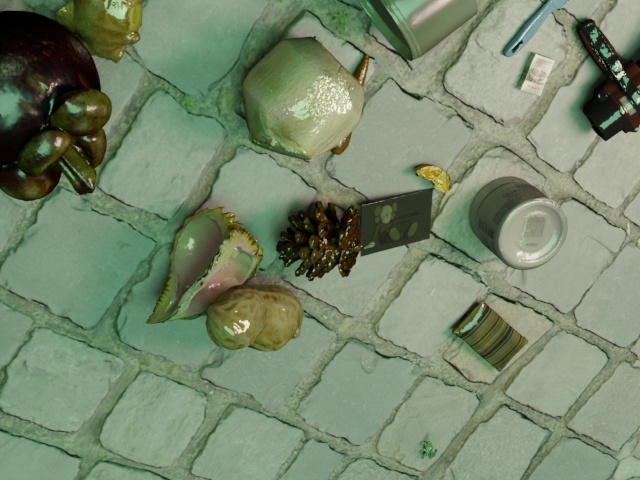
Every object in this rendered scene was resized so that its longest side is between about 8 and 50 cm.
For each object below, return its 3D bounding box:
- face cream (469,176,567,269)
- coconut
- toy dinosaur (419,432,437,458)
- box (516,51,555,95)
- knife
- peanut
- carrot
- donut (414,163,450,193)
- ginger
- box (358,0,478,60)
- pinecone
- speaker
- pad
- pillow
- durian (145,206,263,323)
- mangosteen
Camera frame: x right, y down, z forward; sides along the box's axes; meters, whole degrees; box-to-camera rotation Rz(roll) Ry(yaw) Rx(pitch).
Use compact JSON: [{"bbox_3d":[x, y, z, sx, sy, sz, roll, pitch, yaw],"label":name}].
[{"bbox_3d":[0.448,-0.039,1.939,0.177,0.153,0.177,-7,116,-15],"label":"face cream"},{"bbox_3d":[-0.041,-0.260,1.651,0.230,0.227,0.227,-46,119,7],"label":"coconut"},{"bbox_3d":[0.290,0.546,2.251,0.062,0.021,0.083,20,112,-31],"label":"toy dinosaur"},{"bbox_3d":[0.469,-0.362,1.862,0.054,0.024,0.083,11,111,-23],"label":"box"},{"bbox_3d":[0.501,-0.505,1.808,0.044,0.019,0.313,35,101,-36],"label":"knife"},{"bbox_3d":[-0.142,0.167,1.806,0.140,0.325,0.153,-41,75,18],"label":"peanut"},{"bbox_3d":[0.061,-0.282,1.771,0.048,0.048,0.216,12,105,-22],"label":"carrot"},{"bbox_3d":[0.244,-0.139,1.896,0.083,0.038,0.067,-2,118,-11],"label":"donut"},{"bbox_3d":[-0.387,-0.426,1.531,0.157,0.102,0.216,19,116,4],"label":"ginger"},{"bbox_3d":[0.166,-0.469,1.603,0.149,0.226,0.226,-37,120,3],"label":"box"},{"bbox_3d":[0.002,0.002,1.823,0.195,0.150,0.179,-17,137,-7],"label":"pinecone"},{"bbox_3d":[0.708,-0.383,1.842,0.330,0.198,0.259,-34,133,11],"label":"speaker"},{"bbox_3d":[0.172,-0.040,1.915,0.190,0.004,0.127,-15,120,-26],"label":"pad"},{"bbox_3d":[0.425,0.240,2.133,0.113,0.038,0.203,-47,119,5],"label":"pillow"},{"bbox_3d":[-0.219,0.066,1.800,0.196,0.185,0.305,15,119,-42],"label":"durian"},{"bbox_3d":[-0.500,-0.219,1.463,0.347,0.307,0.307,45,99,15],"label":"mangosteen"}]
